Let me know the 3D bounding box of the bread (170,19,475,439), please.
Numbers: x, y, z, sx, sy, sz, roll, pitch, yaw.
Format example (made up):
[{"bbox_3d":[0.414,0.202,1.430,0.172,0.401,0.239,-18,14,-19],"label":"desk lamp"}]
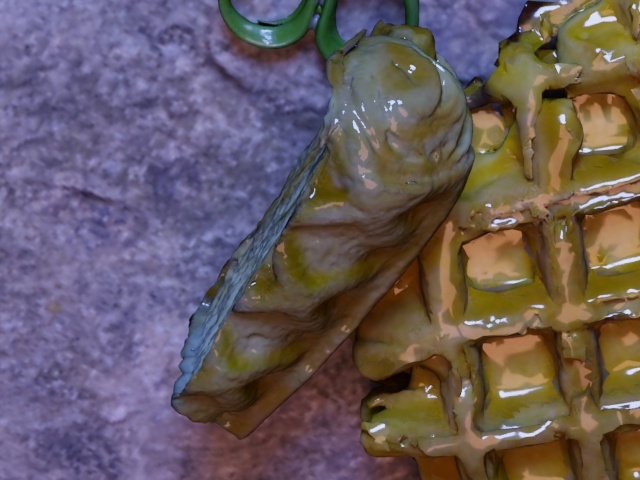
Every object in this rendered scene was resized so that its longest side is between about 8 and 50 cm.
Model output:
[{"bbox_3d":[0.000,0.000,0.927,0.088,0.128,0.232,31,120,-3],"label":"bread"}]

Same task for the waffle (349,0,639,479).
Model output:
[{"bbox_3d":[0.211,0.043,0.988,0.380,0.095,0.382,27,111,-10],"label":"waffle"}]

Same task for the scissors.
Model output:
[{"bbox_3d":[0.018,-0.169,0.888,0.101,0.027,0.204,13,130,-8],"label":"scissors"}]
